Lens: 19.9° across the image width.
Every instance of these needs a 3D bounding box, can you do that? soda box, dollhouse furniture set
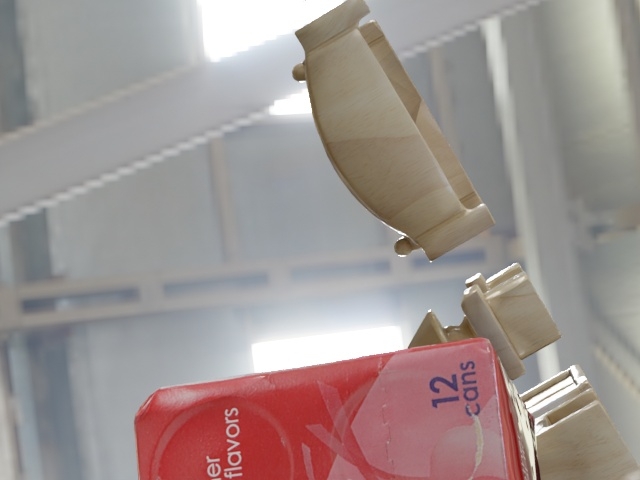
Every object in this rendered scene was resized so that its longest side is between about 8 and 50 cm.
[{"bbox_3d":[0.018,0.161,0.412,0.083,0.092,0.263,52,30,-69],"label":"soda box"},{"bbox_3d":[0.000,0.000,0.971,0.355,0.174,0.303,59,4,1],"label":"dollhouse furniture set"}]
